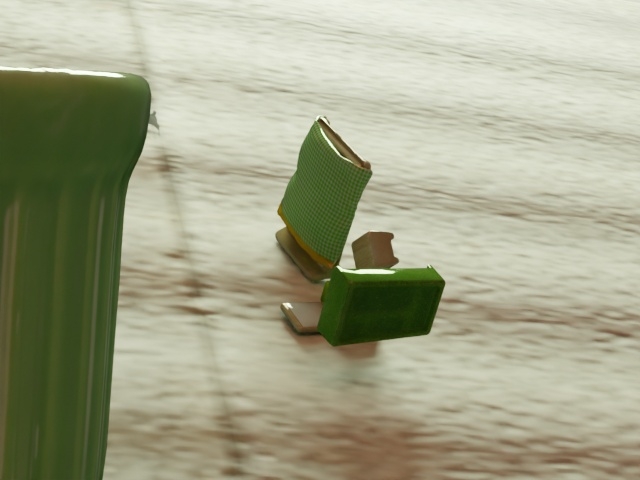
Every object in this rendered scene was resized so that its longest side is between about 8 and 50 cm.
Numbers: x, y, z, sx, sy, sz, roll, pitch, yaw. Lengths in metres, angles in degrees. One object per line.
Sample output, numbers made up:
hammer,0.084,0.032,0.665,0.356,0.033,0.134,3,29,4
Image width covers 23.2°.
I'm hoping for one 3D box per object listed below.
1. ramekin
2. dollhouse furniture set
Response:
ramekin,-0.204,0.022,0.484,0.303,0.148,0.303,0,5,0
dollhouse furniture set,0.000,0.000,0.809,0.058,0.076,0.152,-1,32,-30
